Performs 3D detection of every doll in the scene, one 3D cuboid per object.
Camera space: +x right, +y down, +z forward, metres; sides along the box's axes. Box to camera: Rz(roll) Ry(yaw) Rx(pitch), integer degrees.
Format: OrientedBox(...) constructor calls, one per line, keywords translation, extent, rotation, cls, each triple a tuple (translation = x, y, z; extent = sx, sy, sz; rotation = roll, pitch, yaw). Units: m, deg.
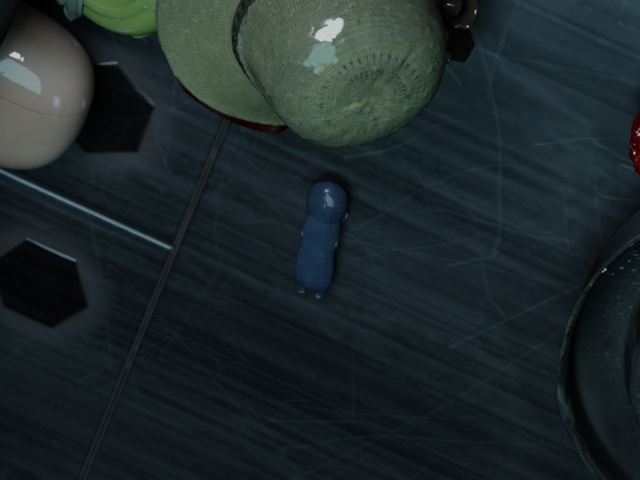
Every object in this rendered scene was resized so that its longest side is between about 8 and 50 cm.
OrientedBox(translation=(0.000, 0.000, 1.613), extent=(0.037, 0.027, 0.125), rotation=(16, 129, 6), cls="doll")

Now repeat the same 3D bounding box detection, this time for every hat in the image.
OrientedBox(translation=(0.016, -0.143, 1.382), extent=(0.257, 0.130, 0.257), rotation=(-12, 138, -11), cls="hat")

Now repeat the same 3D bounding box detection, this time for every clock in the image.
OrientedBox(translation=(0.387, 0.107, 1.539), extent=(0.386, 0.076, 0.386), rotation=(7, 124, 11), cls="clock")

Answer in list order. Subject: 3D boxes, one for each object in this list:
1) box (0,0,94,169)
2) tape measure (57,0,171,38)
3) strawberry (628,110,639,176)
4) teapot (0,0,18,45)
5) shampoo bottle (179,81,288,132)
OrientedBox(translation=(-0.285, -0.140, 1.564), extent=(0.200, 0.088, 0.146), rotation=(25, 125, -2), cls="box")
OrientedBox(translation=(-0.149, -0.241, 1.432), extent=(0.175, 0.106, 0.200), rotation=(28, 128, 27), cls="tape measure")
OrientedBox(translation=(0.283, -0.082, 1.446), extent=(0.083, 0.083, 0.096), rotation=(20, 95, 3), cls="strawberry")
OrientedBox(translation=(-0.313, -0.294, 1.362), extent=(0.233, 0.315, 0.312), rotation=(-2, 156, -23), cls="teapot")
OrientedBox(translation=(-0.022, -0.206, 1.457), extent=(0.102, 0.064, 0.260), rotation=(26, 126, -2), cls="shampoo bottle")
